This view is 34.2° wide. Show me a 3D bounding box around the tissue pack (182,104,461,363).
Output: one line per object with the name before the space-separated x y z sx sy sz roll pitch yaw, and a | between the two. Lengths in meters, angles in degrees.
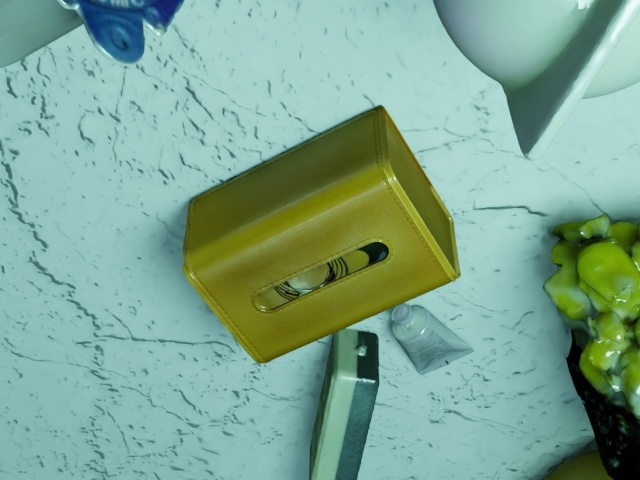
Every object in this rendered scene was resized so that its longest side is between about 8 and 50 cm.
tissue pack | 0.000 0.000 1.229 0.274 0.145 0.194 -26 120 17

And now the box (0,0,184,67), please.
box | -0.277 -0.259 0.981 0.206 0.262 0.291 -23 82 34

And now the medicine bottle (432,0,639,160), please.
medicine bottle | 0.202 -0.256 0.876 0.235 0.406 0.236 1 126 1

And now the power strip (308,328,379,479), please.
power strip | 0.029 0.239 1.423 0.070 0.105 0.257 8 125 -5

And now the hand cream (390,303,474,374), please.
hand cream | 0.138 0.129 1.385 0.084 0.053 0.142 -26 137 19

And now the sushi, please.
sushi | 0.434 0.099 1.192 0.328 0.328 0.285 -11 114 11

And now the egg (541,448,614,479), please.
egg | 0.408 0.446 1.461 0.282 0.283 0.351 22 117 -15
